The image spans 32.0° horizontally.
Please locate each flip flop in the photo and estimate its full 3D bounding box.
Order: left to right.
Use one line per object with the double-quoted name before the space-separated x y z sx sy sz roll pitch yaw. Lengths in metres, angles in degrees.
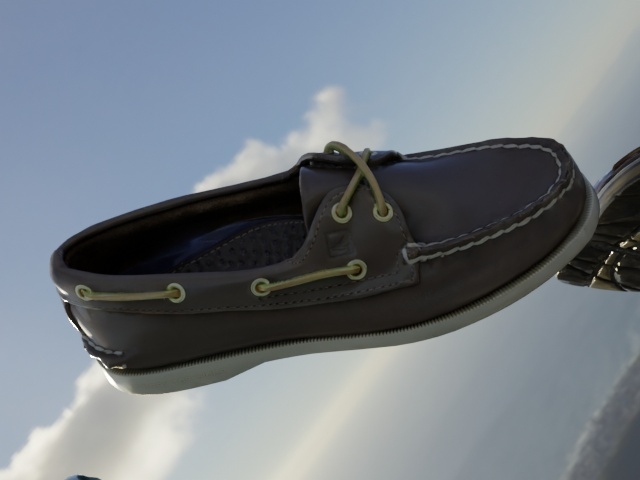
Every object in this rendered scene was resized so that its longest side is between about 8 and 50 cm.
"flip flop" 0.248 -0.027 0.823 0.277 0.112 0.080 108 176 -72

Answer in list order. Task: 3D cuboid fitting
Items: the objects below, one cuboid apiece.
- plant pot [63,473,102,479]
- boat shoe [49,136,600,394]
"plant pot" -0.072 0.188 0.284 0.196 0.293 0.293 -44 -8 -14
"boat shoe" 0.000 0.000 0.663 0.325 0.096 0.116 -16 41 11
